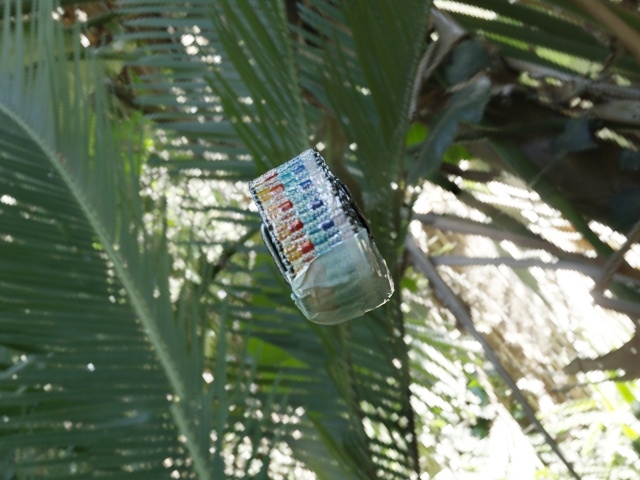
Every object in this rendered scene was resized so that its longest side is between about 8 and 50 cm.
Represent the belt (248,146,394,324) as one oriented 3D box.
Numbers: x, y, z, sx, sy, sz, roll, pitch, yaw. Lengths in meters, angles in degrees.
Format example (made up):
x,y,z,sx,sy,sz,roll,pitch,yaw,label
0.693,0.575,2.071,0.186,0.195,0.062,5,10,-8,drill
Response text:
x,y,z,sx,sy,sz,roll,pitch,yaw,label
0.000,0.000,1.315,0.150,0.258,0.207,-29,-15,3,belt
